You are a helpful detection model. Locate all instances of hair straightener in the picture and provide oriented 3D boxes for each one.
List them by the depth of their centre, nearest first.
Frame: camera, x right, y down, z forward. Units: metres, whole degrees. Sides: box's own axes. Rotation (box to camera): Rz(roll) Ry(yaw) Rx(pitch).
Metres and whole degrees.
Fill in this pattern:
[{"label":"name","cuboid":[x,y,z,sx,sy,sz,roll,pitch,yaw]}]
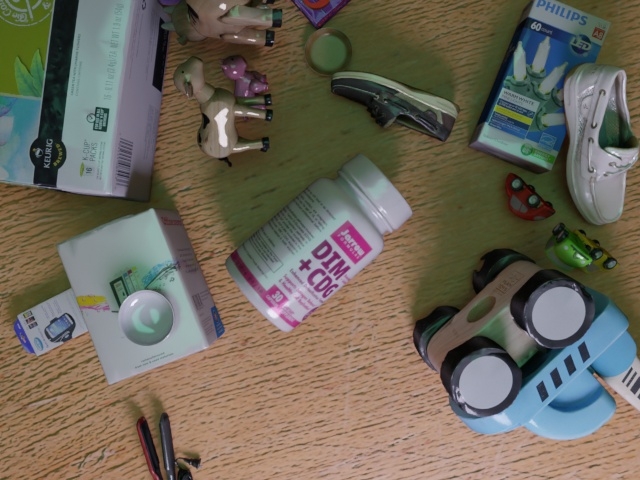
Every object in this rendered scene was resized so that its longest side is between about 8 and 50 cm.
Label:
[{"label":"hair straightener","cuboid":[-0.245,0.406,1.164,0.089,0.047,0.230,-13,90,2]}]

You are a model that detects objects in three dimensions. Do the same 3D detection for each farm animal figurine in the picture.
[{"label":"farm animal figurine","cuboid":[-0.156,-0.316,1.031,0.172,0.327,0.330,1,72,-11]}]

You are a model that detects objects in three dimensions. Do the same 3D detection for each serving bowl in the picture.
[{"label":"serving bowl","cuboid":[-0.253,0.113,1.001,0.083,0.027,0.083,0,90,1]}]

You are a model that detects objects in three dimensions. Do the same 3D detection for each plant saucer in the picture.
[{"label":"plant saucer","cuboid":[0.014,-0.324,1.171,0.083,0.015,0.083,0,90,1]}]

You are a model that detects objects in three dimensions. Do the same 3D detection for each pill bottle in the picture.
[{"label":"pill bottle","cuboid":[0.000,0.000,1.100,0.283,0.160,0.160,-42,89,1]}]

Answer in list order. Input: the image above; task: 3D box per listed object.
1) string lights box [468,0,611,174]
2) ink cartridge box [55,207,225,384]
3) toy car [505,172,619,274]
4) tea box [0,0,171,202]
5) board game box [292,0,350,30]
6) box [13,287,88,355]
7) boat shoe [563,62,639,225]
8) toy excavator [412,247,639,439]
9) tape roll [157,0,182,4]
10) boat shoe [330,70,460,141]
[{"label":"string lights box","cuboid":[0.361,-0.257,1.132,0.133,0.077,0.259,22,91,0]},{"label":"ink cartridge box","cuboid":[-0.284,0.082,1.102,0.168,0.171,0.232,-21,89,1]},{"label":"toy car","cuboid":[0.378,-0.001,1.071,0.239,0.225,0.053,40,110,0]},{"label":"tea box","cuboid":[-0.435,-0.245,1.079,0.324,0.220,0.329,7,91,2]},{"label":"board game box","cuboid":[-0.043,-0.559,1.157,0.208,0.056,0.347,-42,90,5]},{"label":"box","cuboid":[-0.459,0.141,1.179,0.136,0.028,0.081,-26,90,4]},{"label":"boat shoe","cuboid":[0.455,-0.143,1.080,0.098,0.096,0.277,-29,116,-22]},{"label":"toy excavator","cuboid":[0.439,0.199,1.092,0.433,0.222,0.445,-43,103,1]},{"label":"tape roll","cuboid":[-0.222,-0.477,1.089,0.189,0.189,0.080,-43,89,1]},{"label":"boat shoe","cuboid":[0.120,-0.223,1.137,0.224,0.080,0.073,15,86,-3]}]
